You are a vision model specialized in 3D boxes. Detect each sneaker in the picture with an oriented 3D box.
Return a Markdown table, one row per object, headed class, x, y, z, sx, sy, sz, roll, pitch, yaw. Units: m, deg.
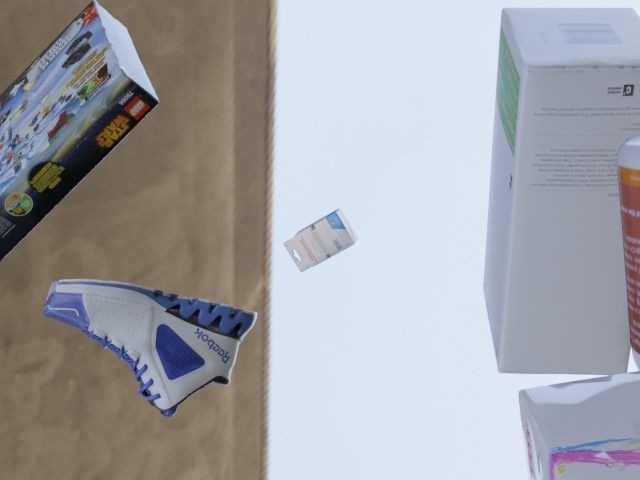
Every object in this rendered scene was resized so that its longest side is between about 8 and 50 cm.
| class | x | y | z | sx | sy | sz | roll | pitch | yaw |
| --- | --- | --- | --- | --- | --- | --- | --- | --- | --- |
| sneaker | -0.259 | 0.163 | 1.469 | 0.315 | 0.127 | 0.182 | 12 | -98 | -16 |

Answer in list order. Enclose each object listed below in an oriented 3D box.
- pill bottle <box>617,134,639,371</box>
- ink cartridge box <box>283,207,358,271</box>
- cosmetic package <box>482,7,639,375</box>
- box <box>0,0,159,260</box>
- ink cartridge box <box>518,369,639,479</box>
| class | x | y | z | sx | sy | sz | roll | pitch | yaw |
| --- | --- | --- | --- | --- | --- | --- | --- | --- | --- |
| pill bottle | 0.272 | 0.033 | 0.675 | 0.121 | 0.121 | 0.216 | -23 | -71 | -52 |
| ink cartridge box | 0.000 | 0.000 | 1.265 | 0.048 | 0.083 | 0.028 | 59 | -162 | -7 |
| cosmetic package | 0.271 | -0.051 | 1.085 | 0.197 | 0.155 | 0.365 | -86 | -4 | -61 |
| box | -0.144 | -0.049 | 0.492 | 0.137 | 0.094 | 0.027 | -42 | -52 | 10 |
| ink cartridge box | 0.120 | 0.102 | 0.311 | 0.143 | 0.090 | 0.092 | -91 | -8 | -75 |
